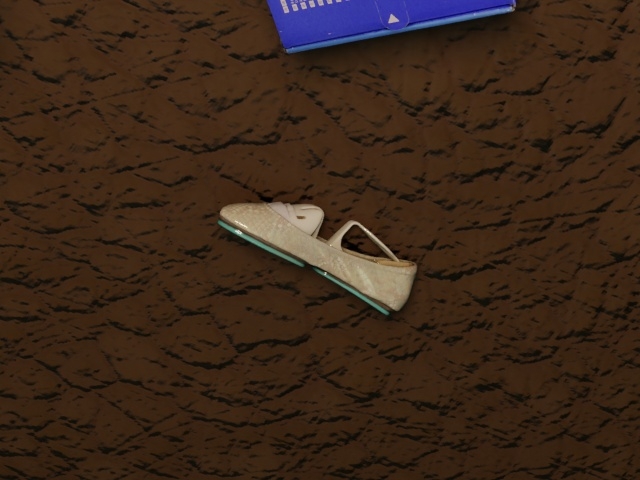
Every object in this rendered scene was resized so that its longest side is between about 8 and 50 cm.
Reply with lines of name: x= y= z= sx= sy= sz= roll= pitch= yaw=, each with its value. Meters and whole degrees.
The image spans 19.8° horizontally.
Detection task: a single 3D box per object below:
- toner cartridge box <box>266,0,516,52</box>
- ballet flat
toner cartridge box: x=0.006 y=-0.288 z=1.144 sx=0.165 sy=0.075 sz=0.347 roll=-8 pitch=129 yaw=16
ballet flat: x=0.000 y=0.000 z=1.400 sx=0.168 sy=0.057 sz=0.052 roll=28 pitch=94 yaw=-23
